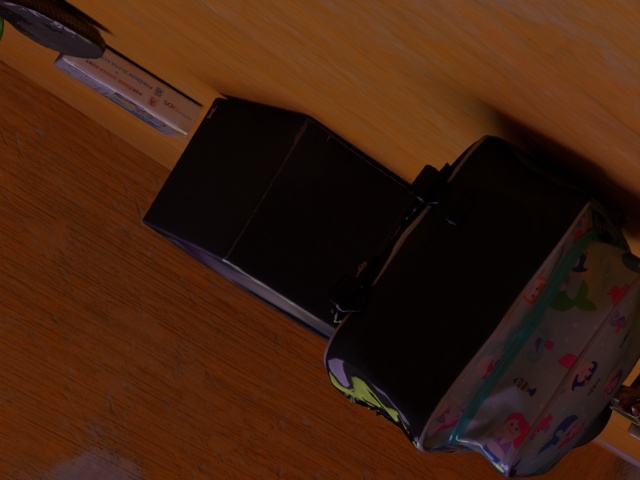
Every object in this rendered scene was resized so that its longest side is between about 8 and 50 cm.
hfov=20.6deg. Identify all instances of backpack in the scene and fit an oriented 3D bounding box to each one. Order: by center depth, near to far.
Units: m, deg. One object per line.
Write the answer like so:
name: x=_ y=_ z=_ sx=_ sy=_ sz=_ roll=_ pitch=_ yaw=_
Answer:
backpack: x=0.134 y=0.057 z=1.284 sx=0.191 sy=0.225 sz=0.253 roll=36 pitch=-179 yaw=13

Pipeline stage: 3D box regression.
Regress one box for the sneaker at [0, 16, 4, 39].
sneaker: x=-0.528 y=-0.334 z=2.341 sx=0.146 sy=0.134 sz=0.343 roll=23 pitch=-177 yaw=18

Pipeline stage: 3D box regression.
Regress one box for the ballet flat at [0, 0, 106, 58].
ballet flat: x=-0.359 y=-0.287 z=2.054 sx=0.250 sy=0.058 sz=0.084 roll=26 pitch=155 yaw=-4

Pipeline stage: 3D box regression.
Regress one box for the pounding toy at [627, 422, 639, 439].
pounding toy: x=0.461 y=0.277 z=1.956 sx=0.269 sy=0.155 sz=0.154 roll=30 pitch=-173 yaw=21

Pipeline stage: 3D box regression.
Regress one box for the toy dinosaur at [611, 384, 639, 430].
toy dinosaur: x=0.398 y=0.231 z=1.813 sx=0.200 sy=0.127 sz=0.295 roll=31 pitch=154 yaw=32

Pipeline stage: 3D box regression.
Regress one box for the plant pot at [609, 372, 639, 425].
plant pot: x=0.369 y=0.166 z=1.914 sx=0.083 sy=0.079 sz=0.083 roll=28 pitch=174 yaw=3

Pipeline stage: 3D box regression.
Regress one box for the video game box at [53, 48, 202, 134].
video game box: x=-0.256 y=-0.203 z=2.315 sx=0.187 sy=0.048 sz=0.205 roll=34 pitch=176 yaw=-12

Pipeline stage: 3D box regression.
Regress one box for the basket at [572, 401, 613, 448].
basket: x=0.241 y=0.123 z=1.903 sx=0.204 sy=0.154 sz=0.227 roll=51 pitch=175 yaw=11

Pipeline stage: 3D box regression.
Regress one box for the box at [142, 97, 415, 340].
box: x=0.000 y=0.000 z=1.933 sx=0.294 sy=0.182 sz=0.296 roll=34 pitch=175 yaw=-23
